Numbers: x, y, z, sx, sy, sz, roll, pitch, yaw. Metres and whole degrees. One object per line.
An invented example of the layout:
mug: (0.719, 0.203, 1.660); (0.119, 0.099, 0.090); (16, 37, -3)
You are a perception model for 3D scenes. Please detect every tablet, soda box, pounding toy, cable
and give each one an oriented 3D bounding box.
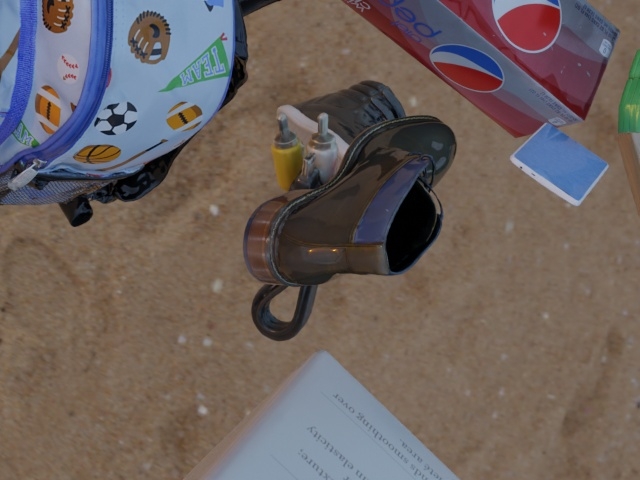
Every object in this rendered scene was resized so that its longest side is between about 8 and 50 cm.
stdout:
tablet: (0.160, -0.052, 0.751); (0.083, 0.054, 0.006); (-38, 162, -55)
soda box: (0.096, -0.187, 0.833); (0.263, 0.083, 0.092); (34, 70, -22)
pounding toy: (0.450, -0.113, 1.368); (0.141, 0.100, 0.130); (-14, 83, 1)
cable: (0.000, 0.000, 1.212); (0.072, 0.139, 0.287); (-55, 160, -45)

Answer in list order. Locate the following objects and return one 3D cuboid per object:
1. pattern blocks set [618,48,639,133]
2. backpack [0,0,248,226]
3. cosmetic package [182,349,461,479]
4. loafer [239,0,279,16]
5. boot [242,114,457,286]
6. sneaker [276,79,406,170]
pattern blocks set: (0.324, -0.093, 0.901); (0.324, 0.026, 0.286); (20, 82, -49)
backpack: (-0.174, -0.157, 0.713); (0.213, 0.263, 0.277); (-13, 89, -46)
cosmetic package: (-0.049, 0.375, 0.988); (0.329, 0.327, 0.393); (45, 32, 2)
loafer: (-0.071, -0.257, 1.092); (0.078, 0.223, 0.076); (-52, 127, -64)
boot: (0.057, -0.026, 0.763); (0.219, 0.106, 0.082); (-37, 120, -40)
sneaker: (0.060, -0.130, 1.428); (0.146, 0.296, 0.105); (-24, 122, -12)
